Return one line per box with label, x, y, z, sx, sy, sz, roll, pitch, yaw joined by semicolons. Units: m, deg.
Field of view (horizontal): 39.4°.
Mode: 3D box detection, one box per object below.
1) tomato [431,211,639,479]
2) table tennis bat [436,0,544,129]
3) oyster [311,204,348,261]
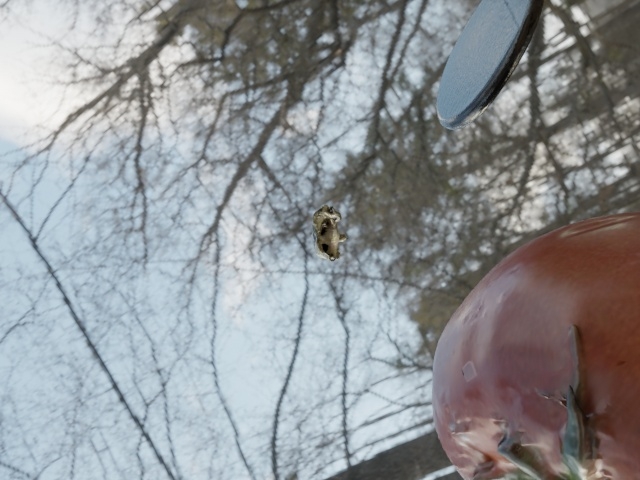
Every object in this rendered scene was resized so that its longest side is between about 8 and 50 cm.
tomato;0.249;0.116;0.663;0.273;0.341;0.341;-44;-77;-25
table tennis bat;0.161;-0.196;0.746;0.027;0.236;0.150;24;-149;-14
oyster;0.003;0.000;1.430;0.200;0.061;0.106;75;-161;-66
